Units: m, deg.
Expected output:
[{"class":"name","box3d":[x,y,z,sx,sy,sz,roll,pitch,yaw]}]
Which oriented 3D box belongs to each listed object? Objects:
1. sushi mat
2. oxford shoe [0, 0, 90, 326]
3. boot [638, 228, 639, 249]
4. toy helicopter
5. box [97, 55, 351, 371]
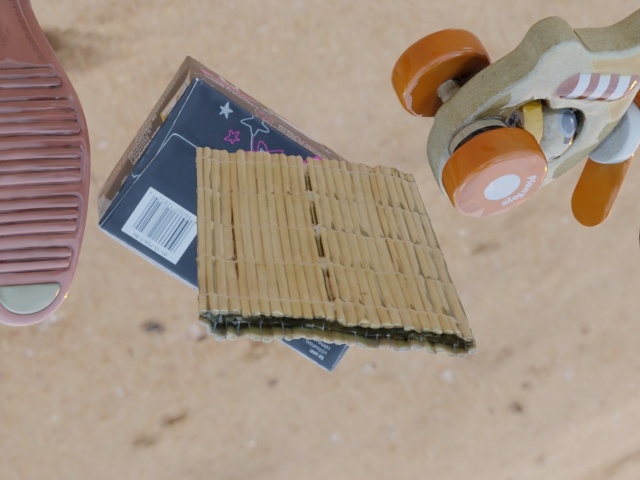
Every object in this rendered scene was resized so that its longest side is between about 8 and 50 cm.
[{"class":"sushi mat","box3d":[0.000,0.000,1.134,0.151,0.316,0.019,6,108,-5]},{"class":"oxford shoe","box3d":[-0.295,-0.114,1.571,0.140,0.397,0.146,2,163,-45]},{"class":"boot","box3d":[0.236,0.083,0.989,0.088,0.244,0.176,-21,127,-6]},{"class":"toy helicopter","box3d":[0.250,-0.136,1.561,0.355,0.140,0.235,-35,147,16]},{"class":"box","box3d":[-0.056,-0.024,1.685,0.247,0.142,0.163,33,98,-13]}]
